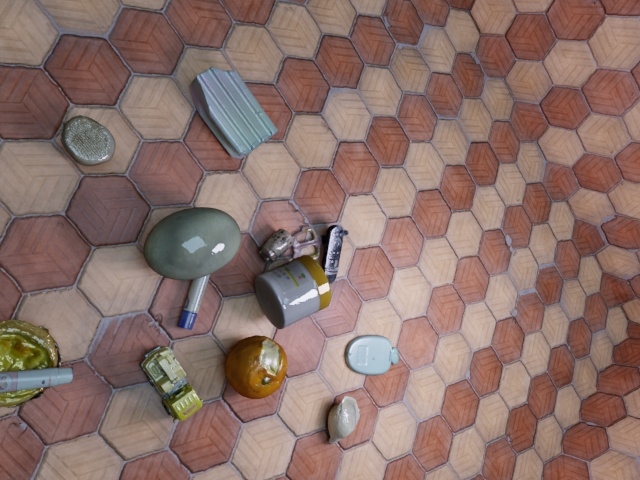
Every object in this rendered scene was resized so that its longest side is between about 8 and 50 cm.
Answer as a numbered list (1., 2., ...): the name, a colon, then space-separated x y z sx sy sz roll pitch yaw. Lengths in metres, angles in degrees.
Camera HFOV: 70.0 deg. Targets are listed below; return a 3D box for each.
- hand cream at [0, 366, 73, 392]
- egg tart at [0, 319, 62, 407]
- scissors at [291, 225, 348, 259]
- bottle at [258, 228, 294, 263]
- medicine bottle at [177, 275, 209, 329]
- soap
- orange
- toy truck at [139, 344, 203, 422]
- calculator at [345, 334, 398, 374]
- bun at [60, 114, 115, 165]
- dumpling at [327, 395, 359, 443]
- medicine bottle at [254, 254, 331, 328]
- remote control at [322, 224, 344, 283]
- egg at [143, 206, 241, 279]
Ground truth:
1. hand cream: -0.934 0.422 1.375 0.332 0.058 0.085 4 113 -33
2. egg tart: -0.972 0.383 1.434 0.279 0.095 0.278 2 86 -34
3. scissors: 0.000 0.000 2.044 0.318 0.024 0.159 -15 91 -32
4. bottle: -0.191 0.027 1.892 0.152 0.099 0.098 -45 107 -26
5. medicine bottle: -0.479 0.221 1.736 0.059 0.059 0.230 22 75 -26
6. soap: -0.358 -0.516 1.833 0.208 0.115 0.346 -43 106 -26
7. orange: -0.245 0.484 1.753 0.240 0.240 0.239 3 85 -29
8. toy truck: -0.529 0.509 1.629 0.124 0.157 0.272 -32 101 -28
9. calculator: 0.248 0.533 2.124 0.296 0.042 0.183 9 82 -27
10. bun: -0.803 -0.337 1.573 0.167 0.114 0.172 -15 92 -36
11. dumpling: 0.108 0.774 1.986 0.167 0.126 0.215 -1 83 -45
12. medicine bottle: -0.113 0.204 1.840 0.232 0.238 0.237 -22 97 -28
13. remote control: 0.046 0.060 2.029 0.090 0.066 0.265 4 99 -31
14. egg: -0.457 0.009 1.653 0.353 0.259 0.258 -19 95 -26
